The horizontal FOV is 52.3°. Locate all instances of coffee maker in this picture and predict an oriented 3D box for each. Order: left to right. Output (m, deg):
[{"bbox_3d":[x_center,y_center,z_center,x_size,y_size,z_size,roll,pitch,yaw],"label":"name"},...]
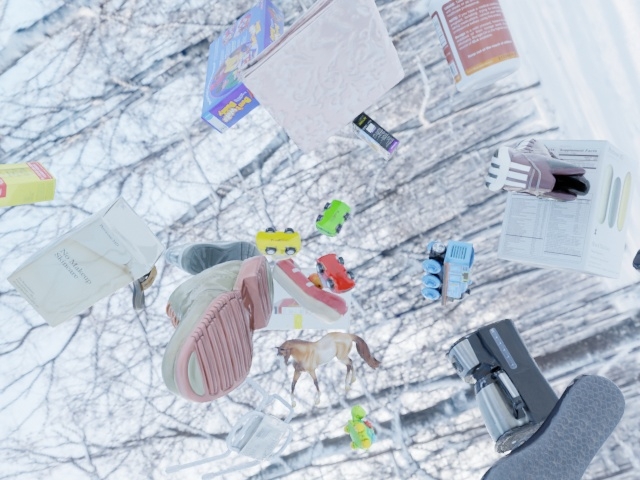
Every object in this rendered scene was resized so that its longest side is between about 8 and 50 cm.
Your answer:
[{"bbox_3d":[0.314,0.227,1.047,0.171,0.120,0.178,-3,-129,-26],"label":"coffee maker"}]

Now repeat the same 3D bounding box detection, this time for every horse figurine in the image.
[{"bbox_3d":[0.014,0.278,1.502,0.066,0.263,0.175,16,117,59],"label":"horse figurine"}]

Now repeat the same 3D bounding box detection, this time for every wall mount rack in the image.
[{"bbox_3d":[-0.215,0.516,1.675,0.130,0.304,0.350,32,169,28],"label":"wall mount rack"}]

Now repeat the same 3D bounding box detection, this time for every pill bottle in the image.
[{"bbox_3d":[0.266,-0.386,1.160,0.216,0.121,0.121,70,-161,0],"label":"pill bottle"}]

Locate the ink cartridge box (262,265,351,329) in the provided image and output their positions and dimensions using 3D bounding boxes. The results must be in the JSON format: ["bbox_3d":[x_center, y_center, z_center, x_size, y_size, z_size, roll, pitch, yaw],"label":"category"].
[{"bbox_3d":[-0.121,0.179,2.103,0.279,0.384,0.161,-152,66,-73],"label":"ink cartridge box"}]

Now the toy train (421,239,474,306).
[{"bbox_3d":[0.276,0.073,1.414,0.184,0.105,0.080,81,-154,-49],"label":"toy train"}]

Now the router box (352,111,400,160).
[{"bbox_3d":[0.149,-0.283,1.778,0.133,0.046,0.179,40,-177,3],"label":"router box"}]

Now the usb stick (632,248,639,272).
[{"bbox_3d":[0.976,0.089,1.866,0.278,0.077,0.045,25,-175,-37],"label":"usb stick"}]

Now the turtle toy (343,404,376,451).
[{"bbox_3d":[0.115,0.536,1.856,0.066,0.095,0.130,-16,-100,-30],"label":"turtle toy"}]

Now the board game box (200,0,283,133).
[{"bbox_3d":[-0.210,-0.484,1.785,0.078,0.233,0.347,36,-144,-36],"label":"board game box"}]

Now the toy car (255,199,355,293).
[{"bbox_3d":[0.000,0.000,1.436,0.239,0.053,0.225,28,-127,9],"label":"toy car"}]

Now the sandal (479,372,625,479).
[{"bbox_3d":[0.296,0.283,0.846,0.097,0.254,0.054,45,175,5],"label":"sandal"}]

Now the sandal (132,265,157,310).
[{"bbox_3d":[-0.451,0.098,1.680,0.090,0.060,0.219,-90,10,-54],"label":"sandal"}]

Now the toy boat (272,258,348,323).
[{"bbox_3d":[-0.007,0.110,1.732,0.231,0.151,0.151,42,177,32],"label":"toy boat"}]

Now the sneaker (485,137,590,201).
[{"bbox_3d":[0.427,-0.119,1.218,0.281,0.162,0.107,-22,-54,-54],"label":"sneaker"}]

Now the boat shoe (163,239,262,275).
[{"bbox_3d":[-0.288,0.051,1.833,0.320,0.103,0.118,2,-83,-53],"label":"boat shoe"}]

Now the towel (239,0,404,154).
[{"bbox_3d":[0.015,-0.367,1.420,0.053,0.317,0.332,54,-176,31],"label":"towel"}]

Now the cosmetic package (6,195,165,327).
[{"bbox_3d":[-0.520,0.052,1.450,0.160,0.309,0.113,53,-155,-19],"label":"cosmetic package"}]

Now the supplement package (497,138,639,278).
[{"bbox_3d":[0.536,-0.067,1.409,0.199,0.198,0.263,11,-92,-46],"label":"supplement package"}]

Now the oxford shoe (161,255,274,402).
[{"bbox_3d":[-0.181,0.137,1.031,0.397,0.146,0.141,-58,-39,-73],"label":"oxford shoe"}]

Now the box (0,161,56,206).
[{"bbox_3d":[-0.682,-0.113,1.360,0.232,0.058,0.087,-13,-137,-46],"label":"box"}]
